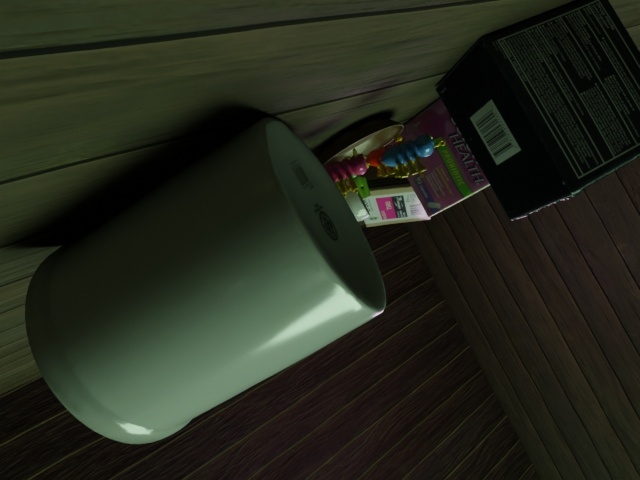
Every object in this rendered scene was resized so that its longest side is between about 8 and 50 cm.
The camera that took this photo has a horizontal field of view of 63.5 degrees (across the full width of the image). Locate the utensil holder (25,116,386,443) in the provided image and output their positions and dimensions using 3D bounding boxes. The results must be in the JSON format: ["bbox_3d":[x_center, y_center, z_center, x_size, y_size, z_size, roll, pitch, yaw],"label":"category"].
[{"bbox_3d":[-0.144,0.058,0.741,0.385,0.328,0.327,-30,176,15],"label":"utensil holder"}]

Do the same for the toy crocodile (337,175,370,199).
[{"bbox_3d":[-0.031,-0.071,1.307,0.340,0.115,0.105,-30,175,29],"label":"toy crocodile"}]

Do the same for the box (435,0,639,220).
[{"bbox_3d":[0.427,-0.239,0.941,0.294,0.296,0.183,-26,175,-18],"label":"box"}]

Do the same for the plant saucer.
[{"bbox_3d":[0.072,-0.192,1.037,0.198,0.036,0.198,-27,176,-2],"label":"plant saucer"}]

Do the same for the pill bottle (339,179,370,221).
[{"bbox_3d":[-0.030,-0.031,1.116,0.264,0.146,0.146,-28,176,11],"label":"pill bottle"}]

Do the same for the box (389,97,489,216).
[{"bbox_3d":[0.307,-0.205,1.156,0.117,0.214,0.243,-24,175,-45],"label":"box"}]

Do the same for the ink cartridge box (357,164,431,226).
[{"bbox_3d":[0.195,-0.125,1.397,0.193,0.088,0.235,-7,159,13],"label":"ink cartridge box"}]

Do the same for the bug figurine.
[{"bbox_3d":[0.093,-0.139,0.932,0.216,0.072,0.279,-20,-172,-1],"label":"bug figurine"}]
